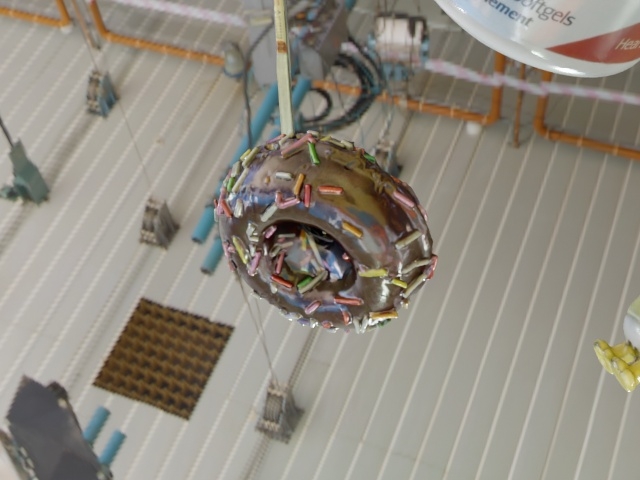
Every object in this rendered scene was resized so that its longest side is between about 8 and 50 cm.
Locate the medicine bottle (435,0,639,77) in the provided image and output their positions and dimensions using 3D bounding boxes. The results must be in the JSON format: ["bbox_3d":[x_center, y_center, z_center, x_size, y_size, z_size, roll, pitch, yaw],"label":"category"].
[{"bbox_3d":[0.169,-0.236,0.489,0.156,0.289,0.157,14,-136,-14],"label":"medicine bottle"}]

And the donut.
[{"bbox_3d":[0.000,0.000,1.114,0.269,0.270,0.103,16,-130,17],"label":"donut"}]

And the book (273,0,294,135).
[{"bbox_3d":[-0.051,-0.284,1.280,0.018,0.228,0.323,-3,-122,-1],"label":"book"}]

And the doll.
[{"bbox_3d":[0.481,0.077,1.222,0.296,0.117,0.141,-45,-164,5],"label":"doll"}]
